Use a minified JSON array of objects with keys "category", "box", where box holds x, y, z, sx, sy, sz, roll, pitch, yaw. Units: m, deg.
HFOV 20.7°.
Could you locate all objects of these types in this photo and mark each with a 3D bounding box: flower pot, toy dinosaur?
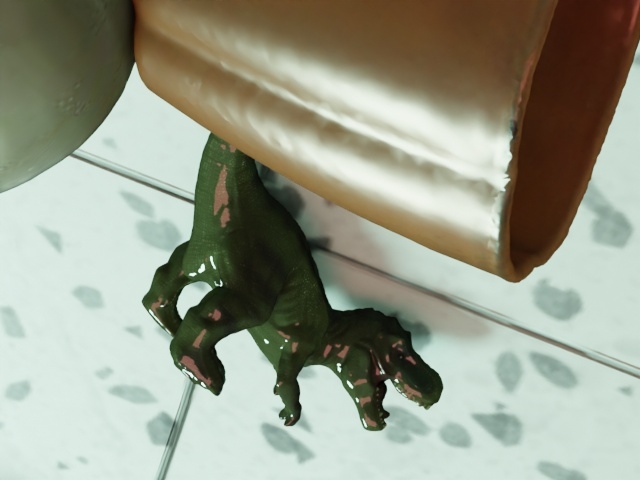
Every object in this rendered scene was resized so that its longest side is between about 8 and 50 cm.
[{"category":"flower pot","box":[0.028,-0.098,0.681,0.173,0.190,0.190,20,135,16]},{"category":"toy dinosaur","box":[0.000,0.000,0.881,0.187,0.087,0.179,35,98,-33]}]

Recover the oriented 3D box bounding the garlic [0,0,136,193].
[{"category":"garlic","box":[-0.198,-0.152,0.663,0.231,0.246,0.340,-4,128,17]}]
